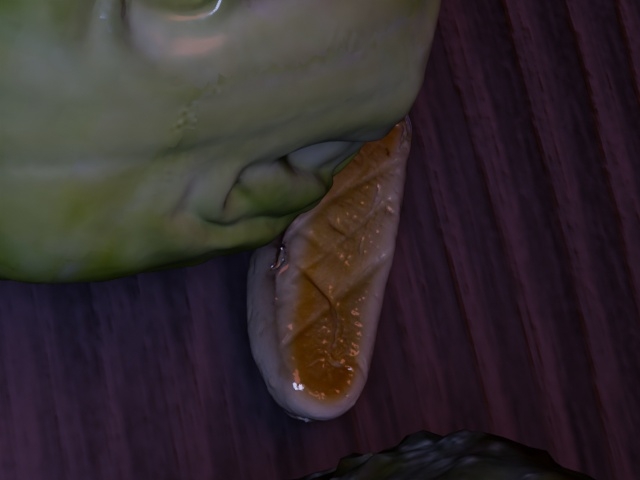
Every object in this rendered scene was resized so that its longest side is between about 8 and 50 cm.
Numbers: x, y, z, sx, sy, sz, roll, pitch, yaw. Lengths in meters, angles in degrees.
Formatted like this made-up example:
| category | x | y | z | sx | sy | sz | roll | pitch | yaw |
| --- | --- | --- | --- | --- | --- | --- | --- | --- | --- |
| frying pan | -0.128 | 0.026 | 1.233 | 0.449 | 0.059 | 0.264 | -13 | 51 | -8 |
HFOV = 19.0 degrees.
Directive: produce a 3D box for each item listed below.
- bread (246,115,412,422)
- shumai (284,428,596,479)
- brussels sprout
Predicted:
| category | x | y | z | sx | sy | sz | roll | pitch | yaw |
| --- | --- | --- | --- | --- | --- | --- | --- | --- | --- |
| bread | 0.000 | -0.001 | 0.963 | 0.073 | 0.053 | 0.214 | 26 | 53 | -20 |
| shumai | -0.058 | 0.270 | 0.603 | 0.348 | 0.395 | 0.395 | -5 | 68 | -24 |
| brussels sprout | -0.109 | -0.127 | 0.855 | 0.328 | 0.247 | 0.328 | 10 | 62 | -20 |
